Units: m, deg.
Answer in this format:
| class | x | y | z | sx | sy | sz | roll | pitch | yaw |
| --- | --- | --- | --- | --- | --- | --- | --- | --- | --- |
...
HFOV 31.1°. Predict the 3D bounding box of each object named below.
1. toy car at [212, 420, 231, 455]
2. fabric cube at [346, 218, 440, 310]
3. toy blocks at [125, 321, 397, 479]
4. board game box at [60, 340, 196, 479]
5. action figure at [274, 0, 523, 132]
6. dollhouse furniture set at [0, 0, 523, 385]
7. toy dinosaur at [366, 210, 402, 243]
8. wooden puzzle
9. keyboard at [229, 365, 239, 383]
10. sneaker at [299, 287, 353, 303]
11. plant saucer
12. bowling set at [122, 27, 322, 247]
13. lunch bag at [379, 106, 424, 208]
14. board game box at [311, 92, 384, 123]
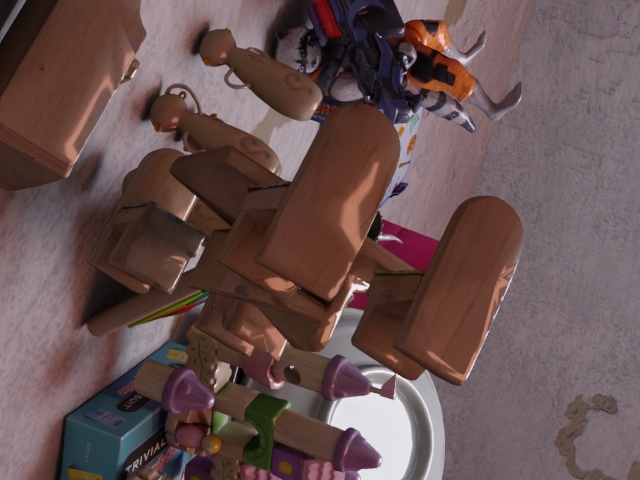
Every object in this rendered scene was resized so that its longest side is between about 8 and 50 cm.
| class | x | y | z | sx | sy | sz | roll | pitch | yaw |
| --- | --- | --- | --- | --- | --- | --- | --- | --- | --- |
| toy car | -0.077 | 0.367 | 1.799 | 0.155 | 0.188 | 0.149 | -54 | -167 | 34 |
| fabric cube | 0.074 | 0.120 | 1.976 | 0.258 | 0.259 | 0.254 | -35 | 143 | -65 |
| toy blocks | -0.050 | 0.245 | 1.365 | 0.309 | 0.260 | 0.288 | -38 | 140 | -54 |
| board game box | -0.241 | 0.332 | 1.470 | 0.254 | 0.079 | 0.336 | -38 | 142 | -63 |
| action figure | 0.094 | -0.216 | 1.539 | 0.341 | 0.330 | 0.178 | -97 | -159 | -44 |
| dollhouse furniture set | -0.069 | -0.086 | 0.971 | 0.362 | 0.394 | 0.256 | -3 | -122 | 60 |
| toy dinosaur | 0.000 | 0.000 | 1.733 | 0.313 | 0.160 | 0.121 | -31 | 127 | -61 |
| wooden puzzle | -0.128 | 0.048 | 1.340 | 0.044 | 0.221 | 0.239 | 65 | 19 | 0 |
| keyboard | -0.133 | 0.211 | 1.676 | 0.317 | 0.033 | 0.201 | 97 | 8 | -83 |
| sneaker | -0.049 | 0.215 | 1.771 | 0.146 | 0.122 | 0.330 | -19 | -136 | 48 |
| plant saucer | 0.058 | 0.291 | 1.679 | 0.400 | 0.100 | 0.400 | 8 | 76 | -37 |
| bowling set | -0.136 | -0.077 | 1.301 | 0.287 | 0.154 | 0.200 | -59 | 180 | -39 |
| lunch bag | 0.082 | -0.168 | 1.924 | 0.243 | 0.115 | 0.303 | -49 | 153 | -48 |
| board game box | 0.033 | -0.200 | 1.666 | 0.201 | 0.136 | 0.035 | -34 | 141 | -66 |
